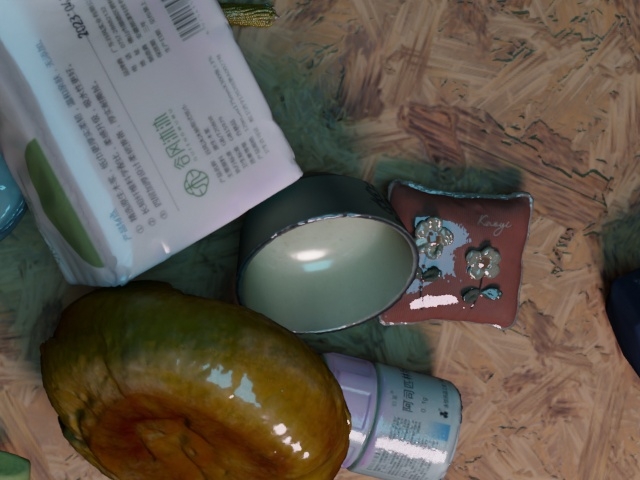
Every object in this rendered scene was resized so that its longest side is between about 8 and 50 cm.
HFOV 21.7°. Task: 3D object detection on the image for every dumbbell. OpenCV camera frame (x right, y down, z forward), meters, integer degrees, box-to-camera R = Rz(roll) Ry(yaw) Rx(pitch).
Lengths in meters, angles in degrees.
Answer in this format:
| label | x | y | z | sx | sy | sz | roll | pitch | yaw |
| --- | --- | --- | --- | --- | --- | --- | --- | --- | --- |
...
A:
| label | x | y | z | sx | sy | sz | roll | pitch | yaw |
| --- | --- | --- | --- | --- | --- | --- | --- | --- | --- |
| dumbbell | 0.502 | 0.057 | 1.990 | 0.316 | 0.156 | 0.144 | -25 | 133 | -6 |

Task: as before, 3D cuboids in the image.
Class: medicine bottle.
| label | x | y | z | sx | sy | sz | roll | pitch | yaw |
| --- | --- | --- | --- | --- | --- | --- | --- | --- | --- |
| medicine bottle | 0.065 | 0.207 | 1.926 | 0.168 | 0.135 | 0.135 | 14 | 96 | -13 |

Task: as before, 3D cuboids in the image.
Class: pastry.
| label | x | y | z | sx | sy | sz | roll | pitch | yaw |
| --- | --- | --- | --- | --- | --- | --- | --- | --- | --- |
| pastry | -0.134 | 0.171 | 1.781 | 0.356 | 0.356 | 0.164 | 39 | 54 | -15 |

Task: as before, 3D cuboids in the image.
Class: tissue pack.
| label | x | y | z | sx | sy | sz | roll | pitch | yaw |
| --- | --- | --- | --- | --- | --- | --- | --- | --- | --- |
| tissue pack | -0.219 | -0.162 | 1.756 | 0.266 | 0.194 | 0.356 | -32 | 104 | -24 |

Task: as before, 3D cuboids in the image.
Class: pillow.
| label | x | y | z | sx | sy | sz | roll | pitch | yaw |
| --- | --- | --- | --- | --- | --- | --- | --- | --- | --- |
| pillow | 0.157 | 0.021 | 1.945 | 0.179 | 0.075 | 0.171 | 4 | 97 | -14 |

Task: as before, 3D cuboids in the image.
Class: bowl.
| label | x | y | z | sx | sy | sz | roll | pitch | yaw |
| --- | --- | --- | --- | --- | --- | --- | --- | --- | --- |
| bowl | 0.000 | 0.000 | 1.867 | 0.211 | 0.112 | 0.211 | -7 | 142 | -6 |

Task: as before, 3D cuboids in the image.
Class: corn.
| label | x | y | z | sx | sy | sz | roll | pitch | yaw |
| --- | --- | --- | --- | --- | --- | --- | --- | --- | --- |
| corn | -0.086 | -0.255 | 1.876 | 0.083 | 0.027 | 0.028 | 3 | 82 | -10 |

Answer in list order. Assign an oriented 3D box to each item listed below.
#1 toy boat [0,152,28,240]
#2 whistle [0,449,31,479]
| label | x | y | z | sx | sy | sz | roll | pitch | yaw |
| --- | --- | --- | --- | --- | --- | --- | --- | --- | --- |
| toy boat | -0.376 | -0.087 | 1.828 | 0.134 | 0.079 | 0.208 | 10 | 86 | -21 |
| whistle | -0.462 | 0.243 | 1.832 | 0.288 | 0.131 | 0.106 | 10 | 126 | -16 |
